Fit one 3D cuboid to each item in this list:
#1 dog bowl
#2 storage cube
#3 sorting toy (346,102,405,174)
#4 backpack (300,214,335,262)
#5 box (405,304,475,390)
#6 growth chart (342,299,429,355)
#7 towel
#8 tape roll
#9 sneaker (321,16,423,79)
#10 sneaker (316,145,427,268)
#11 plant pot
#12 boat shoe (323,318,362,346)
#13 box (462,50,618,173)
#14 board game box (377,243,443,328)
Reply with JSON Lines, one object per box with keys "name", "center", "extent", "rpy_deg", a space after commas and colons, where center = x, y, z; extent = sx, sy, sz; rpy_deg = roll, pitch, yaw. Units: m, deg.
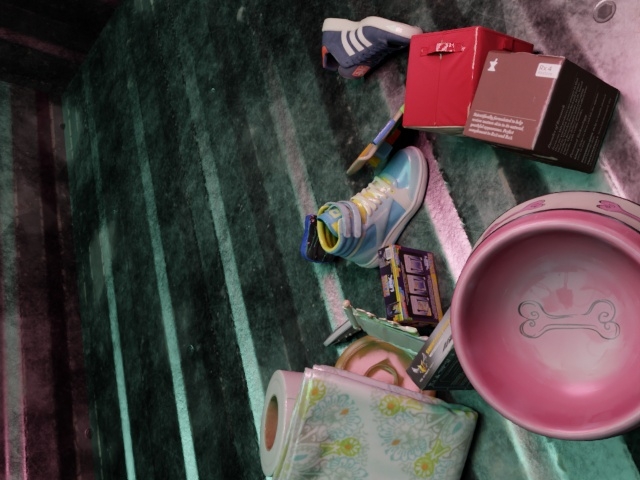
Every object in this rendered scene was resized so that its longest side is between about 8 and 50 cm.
{"name": "dog bowl", "center": [0.389, 0.127, 1.089], "extent": [0.408, 0.150, 0.408], "rpy_deg": [4, 98, 30]}
{"name": "storage cube", "center": [0.306, -0.319, 1.432], "extent": [0.184, 0.215, 0.193], "rpy_deg": [11, 97, 49]}
{"name": "sorting toy", "center": [0.150, -0.231, 1.617], "extent": [0.196, 0.047, 0.348], "rpy_deg": [-50, 3, -9]}
{"name": "backpack", "center": [0.000, 0.000, 1.804], "extent": [0.101, 0.098, 0.120], "rpy_deg": [168, 110, -78]}
{"name": "box", "center": [0.297, 0.191, 1.346], "extent": [0.056, 0.183, 0.231], "rpy_deg": [50, 120, 41]}
{"name": "growth chart", "center": [0.157, 0.196, 1.448], "extent": [0.237, 0.172, 0.021], "rpy_deg": [22, 69, 13]}
{"name": "towel", "center": [0.102, 0.453, 1.431], "extent": [0.090, 0.374, 0.320], "rpy_deg": [-46, -28, -81]}
{"name": "tape roll", "center": [-0.035, 0.434, 1.624], "extent": [0.246, 0.169, 0.246], "rpy_deg": [-171, 90, -76]}
{"name": "sneaker", "center": [0.123, -0.480, 1.753], "extent": [0.350, 0.131, 0.148], "rpy_deg": [23, 107, 55]}
{"name": "sneaker", "center": [0.110, -0.086, 1.605], "extent": [0.127, 0.208, 0.319], "rpy_deg": [40, 111, 47]}
{"name": "plant pot", "center": [0.135, 0.313, 1.518], "extent": [0.236, 0.032, 0.236], "rpy_deg": [-5, 66, 11]}
{"name": "boat shoe", "center": [0.058, 0.233, 1.721], "extent": [0.040, 0.049, 0.142], "rpy_deg": [45, 130, 1]}
{"name": "box", "center": [0.411, -0.239, 1.291], "extent": [0.168, 0.203, 0.167], "rpy_deg": [26, 102, 50]}
{"name": "board game box", "center": [0.198, 0.102, 1.511], "extent": [0.048, 0.141, 0.170], "rpy_deg": [-24, 63, 42]}
